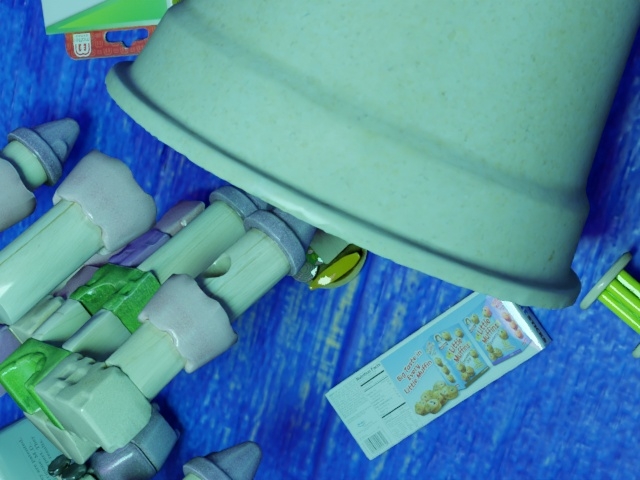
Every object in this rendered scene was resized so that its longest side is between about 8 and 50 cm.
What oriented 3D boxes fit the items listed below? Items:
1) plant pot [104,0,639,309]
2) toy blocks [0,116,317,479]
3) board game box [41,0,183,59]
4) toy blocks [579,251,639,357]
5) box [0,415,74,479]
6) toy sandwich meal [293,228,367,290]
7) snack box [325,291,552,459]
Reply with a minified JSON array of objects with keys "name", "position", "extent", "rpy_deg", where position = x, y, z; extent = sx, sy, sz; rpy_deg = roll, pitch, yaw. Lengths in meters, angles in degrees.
[{"name":"plant pot","position":[0.077,-0.169,0.953],"extent":[0.333,0.334,0.305],"rpy_deg":[29,103,17]},{"name":"toy blocks","position":[-0.119,0.044,1.149],"extent":[0.288,0.260,0.309],"rpy_deg":[7,135,57]},{"name":"board game box","position":[-0.172,-0.272,1.187],"extent":[0.124,0.039,0.259],"rpy_deg":[-1,105,26]},{"name":"toy blocks","position":[0.270,0.050,1.039],"extent":[0.148,0.054,0.123],"rpy_deg":[42,115,11]},{"name":"box","position":[-0.276,0.263,1.316],"extent":[0.181,0.119,0.182],"rpy_deg":[-27,90,29]},{"name":"toy sandwich meal","position":[0.000,0.000,1.170],"extent":[0.085,0.029,0.086],"rpy_deg":[6,105,24]},{"name":"snack box","position":[0.087,0.098,1.156],"extent":[0.178,0.022,0.064],"rpy_deg":[-37,84,28]}]
